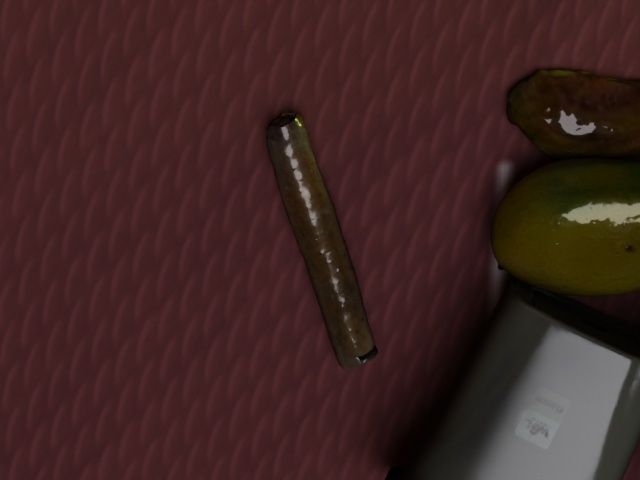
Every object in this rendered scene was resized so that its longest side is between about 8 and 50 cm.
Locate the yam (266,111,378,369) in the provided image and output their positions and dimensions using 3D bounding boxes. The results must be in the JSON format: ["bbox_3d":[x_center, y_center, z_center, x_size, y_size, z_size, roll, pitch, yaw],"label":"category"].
[{"bbox_3d":[0.000,0.000,1.754,0.046,0.046,0.264,-17,110,1],"label":"yam"}]

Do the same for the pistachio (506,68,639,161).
[{"bbox_3d":[0.260,-0.109,1.734,0.173,0.049,0.089,7,111,-7],"label":"pistachio"}]

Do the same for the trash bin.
[{"bbox_3d":[0.204,0.185,1.754,0.220,0.219,0.250,25,99,1],"label":"trash bin"}]

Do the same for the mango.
[{"bbox_3d":[0.279,-0.010,1.726,0.237,0.091,0.137,3,124,5],"label":"mango"}]
